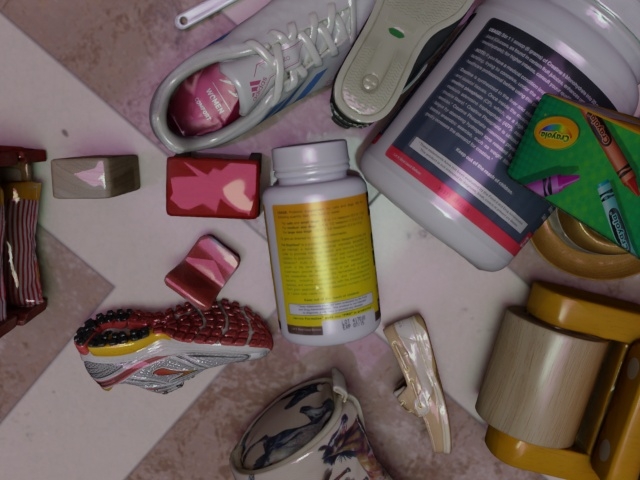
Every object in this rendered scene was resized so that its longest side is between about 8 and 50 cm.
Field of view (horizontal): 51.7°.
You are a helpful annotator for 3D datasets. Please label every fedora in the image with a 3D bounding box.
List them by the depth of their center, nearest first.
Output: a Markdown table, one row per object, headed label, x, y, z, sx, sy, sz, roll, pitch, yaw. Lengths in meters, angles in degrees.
| label | x | y | z | sx | sy | sz | roll | pitch | yaw |
| --- | --- | --- | --- | --- | --- | --- | --- | --- | --- |
| fedora | 0.332 | -0.036 | 0.742 | 0.194 | 0.079 | 0.194 | 0 | 99 | 0 |

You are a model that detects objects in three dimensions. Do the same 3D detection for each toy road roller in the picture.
| label | x | y | z | sx | sy | sz | roll | pitch | yaw |
| --- | --- | --- | --- | --- | --- | --- | --- | --- | --- |
| toy road roller | 0.353 | 0.189 | 0.696 | 0.329 | 0.240 | 0.202 | 14 | 99 | -1 |

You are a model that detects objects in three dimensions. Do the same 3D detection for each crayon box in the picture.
| label | x | y | z | sx | sy | sz | roll | pitch | yaw |
| --- | --- | --- | --- | --- | --- | --- | --- | --- | --- |
| crayon box | 0.323 | -0.040 | 0.564 | 0.278 | 0.165 | 0.081 | 6 | 115 | -30 |

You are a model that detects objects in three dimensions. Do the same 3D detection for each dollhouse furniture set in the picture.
| label | x | y | z | sx | sy | sz | roll | pitch | yaw |
| --- | --- | --- | --- | --- | --- | --- | --- | --- | --- |
| dollhouse furniture set | -0.255 | 0.000 | 0.720 | 0.374 | 0.152 | 0.201 | 2 | 99 | 1 |

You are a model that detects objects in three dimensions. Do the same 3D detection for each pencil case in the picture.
| label | x | y | z | sx | sy | sz | roll | pitch | yaw |
| --- | --- | --- | --- | --- | --- | --- | --- | --- | --- |
| pencil case | 0.060 | 0.357 | 0.770 | 0.183 | 0.160 | 0.410 | -32 | 98 | -4 |

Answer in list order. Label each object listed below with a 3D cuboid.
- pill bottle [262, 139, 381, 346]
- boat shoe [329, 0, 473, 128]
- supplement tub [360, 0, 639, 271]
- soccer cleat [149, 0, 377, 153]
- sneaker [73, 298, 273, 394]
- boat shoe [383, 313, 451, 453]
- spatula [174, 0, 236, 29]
| label | x | y | z | sx | sy | sz | roll | pitch | yaw |
| --- | --- | --- | --- | --- | --- | --- | --- | --- | --- |
| pill bottle | 0.000 | 0.000 | 0.734 | 0.117 | 0.117 | 0.215 | -7 | 99 | 2 |
| boat shoe | 0.085 | -0.213 | 0.670 | 0.084 | 0.079 | 0.233 | 35 | 84 | -1 |
| supplement tub | 0.189 | -0.122 | 0.673 | 0.191 | 0.191 | 0.272 | 38 | 98 | -5 |
| soccer cleat | -0.034 | -0.190 | 0.684 | 0.331 | 0.143 | 0.116 | -33 | 109 | 8 |
| sneaker | -0.168 | 0.129 | 0.785 | 0.225 | 0.088 | 0.093 | -4 | 120 | 2 |
| boat shoe | 0.115 | 0.175 | 0.792 | 0.059 | 0.063 | 0.170 | -14 | 89 | 6 |
| spatula | -0.067 | -0.295 | 0.740 | 0.242 | 0.019 | 0.168 | -25 | 103 | 6 |
